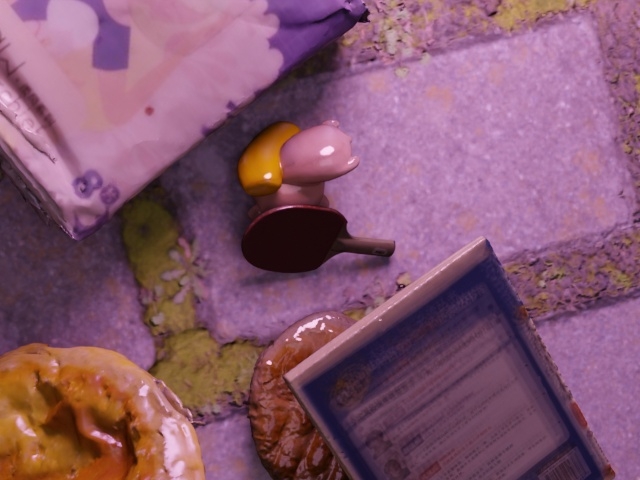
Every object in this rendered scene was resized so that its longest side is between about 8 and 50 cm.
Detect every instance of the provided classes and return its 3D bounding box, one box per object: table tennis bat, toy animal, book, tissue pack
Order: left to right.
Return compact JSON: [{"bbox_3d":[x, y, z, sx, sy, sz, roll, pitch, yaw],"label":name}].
[{"bbox_3d":[-0.161,-0.189,1.263,0.344,0.125,0.242,-38,102,-7],"label":"tissue pack"},{"bbox_3d":[-0.020,-0.063,1.333,0.114,0.091,0.082,-19,126,2],"label":"toy animal"},{"bbox_3d":[0.000,0.000,1.346,0.156,0.013,0.087,6,133,-26],"label":"table tennis bat"},{"bbox_3d":[0.131,0.179,1.358,0.228,0.018,0.322,-35,117,-9],"label":"book"}]

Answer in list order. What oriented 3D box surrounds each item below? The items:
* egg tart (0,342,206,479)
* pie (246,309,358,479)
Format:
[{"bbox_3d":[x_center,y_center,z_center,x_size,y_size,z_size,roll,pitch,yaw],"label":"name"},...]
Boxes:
[{"bbox_3d":[-0.234,0.258,1.238,0.341,0.132,0.341,-7,65,15],"label":"egg tart"},{"bbox_3d":[0.021,0.164,1.366,0.195,0.046,0.195,0,92,-13],"label":"pie"}]
